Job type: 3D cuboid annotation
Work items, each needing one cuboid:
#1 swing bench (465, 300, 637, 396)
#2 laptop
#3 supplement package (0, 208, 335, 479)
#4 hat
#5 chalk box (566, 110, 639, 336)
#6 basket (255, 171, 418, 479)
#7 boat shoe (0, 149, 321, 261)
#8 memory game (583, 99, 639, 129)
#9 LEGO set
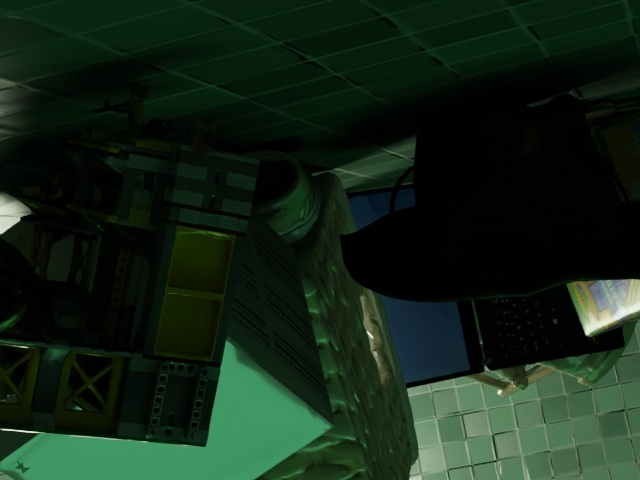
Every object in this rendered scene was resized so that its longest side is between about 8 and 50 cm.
[{"bbox_3d":[0.233,0.088,1.816,0.253,0.165,0.255,21,163,-26],"label":"swing bench"},{"bbox_3d":[0.175,0.034,1.577,0.264,0.234,0.136,-13,176,29],"label":"laptop"},{"bbox_3d":[-0.120,0.081,1.044,0.194,0.203,0.149,-35,126,16],"label":"supplement package"},{"bbox_3d":[0.162,-0.051,1.142,0.331,0.134,0.331,-3,-168,1],"label":"hat"},{"bbox_3d":[0.338,-0.021,1.424,0.180,0.179,0.289,-18,172,-12],"label":"chalk box"},{"bbox_3d":[-0.104,0.151,1.339,0.331,0.328,0.266,-13,-163,11],"label":"basket"},{"bbox_3d":[-0.149,-0.014,1.161,0.302,0.109,0.094,-19,159,-2],"label":"boat shoe"},{"bbox_3d":[0.221,-0.107,1.350,0.186,0.012,0.186,-11,175,-1],"label":"memory game"},{"bbox_3d":[-0.184,-0.009,0.825,0.255,0.192,0.331,10,-178,-21],"label":"LEGO set"}]
